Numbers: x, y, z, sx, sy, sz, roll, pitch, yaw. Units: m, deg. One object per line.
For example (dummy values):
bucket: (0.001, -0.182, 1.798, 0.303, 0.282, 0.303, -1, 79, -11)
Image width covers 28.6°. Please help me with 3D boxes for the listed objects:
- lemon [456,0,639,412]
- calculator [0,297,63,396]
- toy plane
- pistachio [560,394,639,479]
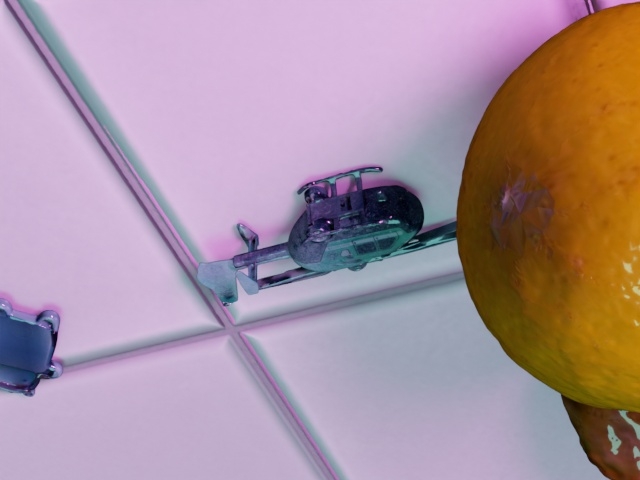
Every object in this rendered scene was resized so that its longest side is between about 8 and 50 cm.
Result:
lemon: (0.235, -0.024, 0.872, 0.297, 0.297, 0.297, 3, 133, 3)
calculator: (-0.295, 0.108, 1.226, 0.094, 0.019, 0.141, 15, 134, -8)
toy plane: (0.000, 0.000, 1.074, 0.235, 0.060, 0.096, -15, 144, 13)
pistachio: (0.297, 0.167, 1.153, 0.210, 0.130, 0.165, 44, 133, -7)
